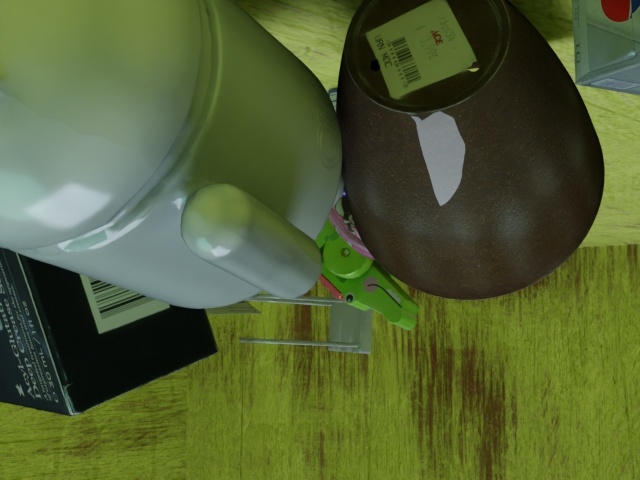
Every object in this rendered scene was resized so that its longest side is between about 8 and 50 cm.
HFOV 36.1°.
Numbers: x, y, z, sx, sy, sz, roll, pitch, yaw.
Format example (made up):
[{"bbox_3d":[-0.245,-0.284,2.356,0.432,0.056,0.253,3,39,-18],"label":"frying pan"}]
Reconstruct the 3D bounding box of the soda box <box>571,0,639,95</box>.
[{"bbox_3d":[0.294,-0.138,0.629,0.286,0.098,0.091,2,173,-30],"label":"soda box"}]

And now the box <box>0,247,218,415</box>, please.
[{"bbox_3d":[-0.353,0.049,1.317,0.212,0.294,0.395,-21,-173,-33],"label":"box"}]

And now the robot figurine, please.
[{"bbox_3d":[-0.118,-0.073,0.619,0.300,0.200,0.353,39,-175,29],"label":"robot figurine"}]

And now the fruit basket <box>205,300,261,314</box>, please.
[{"bbox_3d":[-0.333,0.059,1.936,0.327,0.165,0.353,4,-166,-35],"label":"fruit basket"}]

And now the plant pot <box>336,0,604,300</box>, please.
[{"bbox_3d":[0.097,-0.090,0.724,0.215,0.215,0.230,-2,161,16],"label":"plant pot"}]

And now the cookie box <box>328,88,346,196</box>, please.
[{"bbox_3d":[0.049,-0.098,1.010,0.040,0.107,0.092,-3,174,41],"label":"cookie box"}]

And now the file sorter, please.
[{"bbox_3d":[-0.022,0.028,1.507,0.173,0.278,0.193,5,174,-13],"label":"file sorter"}]

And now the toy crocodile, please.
[{"bbox_3d":[0.000,0.000,1.311,0.340,0.105,0.115,46,-172,22],"label":"toy crocodile"}]

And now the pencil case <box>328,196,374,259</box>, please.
[{"bbox_3d":[0.123,-0.048,1.237,0.160,0.167,0.386,20,-179,17],"label":"pencil case"}]
